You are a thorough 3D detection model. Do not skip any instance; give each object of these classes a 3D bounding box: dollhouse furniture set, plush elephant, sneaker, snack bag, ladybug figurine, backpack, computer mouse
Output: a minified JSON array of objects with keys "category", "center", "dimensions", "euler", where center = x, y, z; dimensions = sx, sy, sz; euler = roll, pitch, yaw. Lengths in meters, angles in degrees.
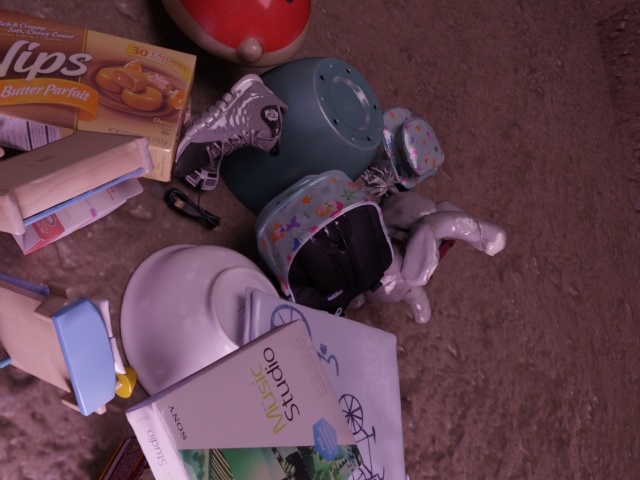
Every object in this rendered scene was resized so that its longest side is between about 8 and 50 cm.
[{"category":"dollhouse furniture set","center":[-0.341,0.033,0.961],"dimensions":[0.198,0.286,0.304],"euler":[-34,124,-45]},{"category":"plush elephant","center":[0.171,0.039,1.475],"dimensions":[0.330,0.271,0.256],"euler":[38,55,-30]},{"category":"sneaker","center":[-0.138,-0.166,1.236],"dimensions":[0.132,0.086,0.229],"euler":[38,75,6]},{"category":"snack bag","center":[0.015,0.257,1.156],"dimensions":[0.342,0.037,0.323],"euler":[20,57,-40]},{"category":"ladybug figurine","center":[-0.153,-0.507,1.402],"dimensions":[0.304,0.162,0.450],"euler":[1,52,-25]},{"category":"backpack","center":[0.181,-0.212,1.703],"dimensions":[0.165,0.144,0.189],"euler":[-30,90,-45]},{"category":"backpack","center":[0.000,0.000,1.280],"dimensions":[0.191,0.225,0.253],"euler":[49,-10,27]},{"category":"computer mouse","center":[-0.211,-0.122,1.313],"dimensions":[0.106,0.042,0.193],"euler":[24,59,-31]}]

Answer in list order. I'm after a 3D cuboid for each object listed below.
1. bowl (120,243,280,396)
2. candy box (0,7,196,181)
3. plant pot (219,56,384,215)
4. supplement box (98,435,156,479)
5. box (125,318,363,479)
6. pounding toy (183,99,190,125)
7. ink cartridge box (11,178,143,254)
[{"category":"bowl","center":[-0.153,0.127,1.172],"dimensions":[0.297,0.134,0.298],"euler":[23,54,-37]},{"category":"candy box","center":[-0.351,-0.210,1.060],"dimensions":[0.316,0.088,0.183],"euler":[12,58,-8]},{"category":"plant pot","center":[-0.024,-0.209,1.408],"dimensions":[0.293,0.235,0.293],"euler":[24,53,-37]},{"category":"supplement box","center":[-0.207,0.309,0.972],"dimensions":[0.081,0.188,0.104],"euler":[45,43,-21]},{"category":"box","center":[-0.078,0.256,0.953],"dimensions":[0.322,0.058,0.232],"euler":[-23,89,-57]},{"category":"pounding toy","center":[-0.280,-0.197,1.224],"dimensions":[0.130,0.141,0.100],"euler":[10,62,-28]},{"category":"ink cartridge box","center":[-0.371,-0.075,1.094],"dimensions":[0.198,0.067,0.115],"euler":[-35,97,-48]}]
